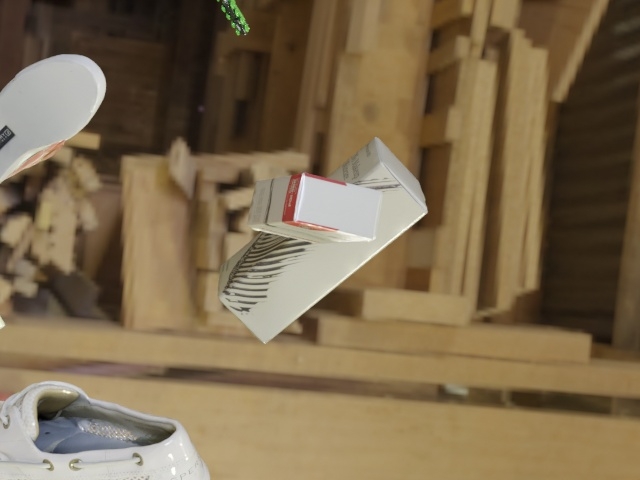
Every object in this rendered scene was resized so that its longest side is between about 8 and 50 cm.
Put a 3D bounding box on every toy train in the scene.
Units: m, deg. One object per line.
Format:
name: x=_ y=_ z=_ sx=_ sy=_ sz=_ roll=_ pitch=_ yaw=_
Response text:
toy train: x=-0.110 y=-0.285 z=1.683 sx=0.023 sy=0.017 sz=0.083 roll=-86 pitch=152 yaw=-45

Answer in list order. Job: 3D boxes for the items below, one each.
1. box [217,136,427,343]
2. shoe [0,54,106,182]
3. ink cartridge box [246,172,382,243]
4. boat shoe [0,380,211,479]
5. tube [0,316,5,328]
box: x=0.000 y=0.000 z=1.754 sx=0.275 sy=0.094 sz=0.113 roll=-40 pitch=-162 yaw=12
shoe: x=-0.225 y=-0.103 z=1.117 sx=0.178 sy=0.063 sz=0.081 roll=-33 pitch=-171 yaw=32
ink cartridge box: x=-0.008 y=-0.034 z=1.508 sx=0.135 sy=0.099 sz=0.056 roll=-3 pitch=-105 yaw=65
boat shoe: x=-0.220 y=0.155 z=1.122 sx=0.098 sy=0.277 sz=0.096 roll=-60 pitch=148 yaw=-51
tube: x=-0.322 y=-0.011 z=1.017 sx=0.240 sy=0.070 sz=0.062 roll=64 pitch=-3 yaw=-19
